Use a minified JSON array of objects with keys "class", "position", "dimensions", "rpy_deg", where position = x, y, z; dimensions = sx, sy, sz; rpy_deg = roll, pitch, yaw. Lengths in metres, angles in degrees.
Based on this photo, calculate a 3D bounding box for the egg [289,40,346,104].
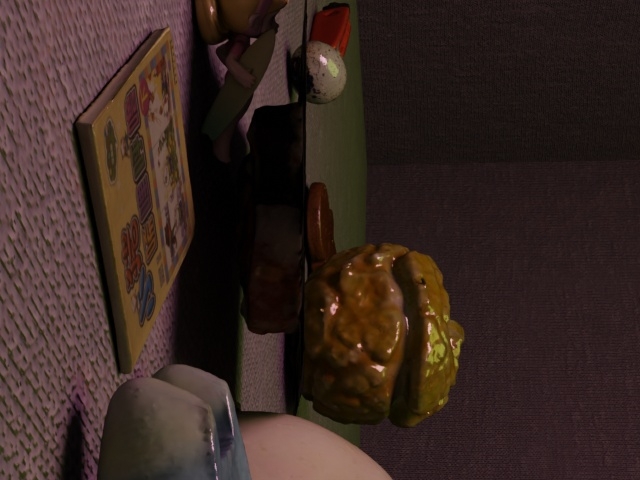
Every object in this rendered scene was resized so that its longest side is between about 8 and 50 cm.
[{"class":"egg","position":[-0.005,-0.251,1.456],"dimensions":[0.110,0.085,0.085],"rpy_deg":[61,28,-64]}]

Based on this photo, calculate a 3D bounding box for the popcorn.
[{"class":"popcorn","position":[0.081,0.135,1.429],"dimensions":[0.247,0.282,0.282],"rpy_deg":[43,45,-65]}]

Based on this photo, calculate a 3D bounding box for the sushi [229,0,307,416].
[{"class":"sushi","position":[-0.052,-0.015,0.892],"dimensions":[0.320,0.069,0.339],"rpy_deg":[100,-10,-73]}]

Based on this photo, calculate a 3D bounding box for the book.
[{"class":"book","position":[-0.115,-0.034,0.645],"dimensions":[0.192,0.013,0.168],"rpy_deg":[-79,168,-61]}]

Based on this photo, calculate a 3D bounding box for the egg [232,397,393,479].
[{"class":"egg","position":[-0.017,0.269,0.811],"dimensions":[0.286,0.174,0.264],"rpy_deg":[-62,148,-72]}]

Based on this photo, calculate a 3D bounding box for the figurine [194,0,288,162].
[{"class":"figurine","position":[-0.077,-0.161,0.846],"dimensions":[0.083,0.083,0.187],"rpy_deg":[-75,178,-71]}]

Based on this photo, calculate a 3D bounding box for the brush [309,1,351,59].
[{"class":"brush","position":[0.015,-0.360,1.772],"dimensions":[0.323,0.070,0.051],"rpy_deg":[-83,167,-51]}]

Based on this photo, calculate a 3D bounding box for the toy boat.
[{"class":"toy boat","position":[-0.085,0.240,0.571],"dimensions":[0.215,0.123,0.330],"rpy_deg":[142,-64,-87]}]

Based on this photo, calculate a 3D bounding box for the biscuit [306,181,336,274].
[{"class":"biscuit","position":[0.000,0.000,1.722],"dimensions":[0.236,0.039,0.180],"rpy_deg":[83,11,-46]}]
